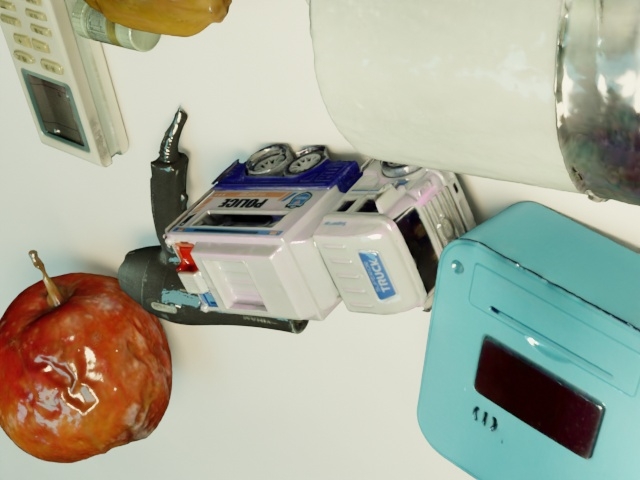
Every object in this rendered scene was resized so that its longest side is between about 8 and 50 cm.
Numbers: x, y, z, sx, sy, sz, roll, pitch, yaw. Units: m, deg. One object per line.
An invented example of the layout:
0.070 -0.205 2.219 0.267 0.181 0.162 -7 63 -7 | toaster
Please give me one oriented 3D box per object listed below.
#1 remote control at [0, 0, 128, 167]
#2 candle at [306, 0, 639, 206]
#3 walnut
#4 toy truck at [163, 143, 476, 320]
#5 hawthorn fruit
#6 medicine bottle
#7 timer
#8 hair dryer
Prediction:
-0.283 -0.207 1.302 0.103 0.055 0.277 21 139 31 | remote control
0.124 -0.143 0.796 0.342 0.221 0.221 12 134 35 | candle
-0.173 -0.261 1.072 0.245 0.137 0.137 34 144 15 | walnut
0.000 0.000 1.135 0.268 0.155 0.124 2 127 45 | toy truck
-0.302 0.127 1.526 0.242 0.242 0.271 7 120 42 | hawthorn fruit
-0.199 -0.214 1.217 0.083 0.047 0.047 18 137 34 | medicine bottle
0.201 0.120 1.046 0.232 0.091 0.250 31 130 30 | timer
-0.128 -0.015 1.327 0.235 0.091 0.271 12 131 25 | hair dryer
